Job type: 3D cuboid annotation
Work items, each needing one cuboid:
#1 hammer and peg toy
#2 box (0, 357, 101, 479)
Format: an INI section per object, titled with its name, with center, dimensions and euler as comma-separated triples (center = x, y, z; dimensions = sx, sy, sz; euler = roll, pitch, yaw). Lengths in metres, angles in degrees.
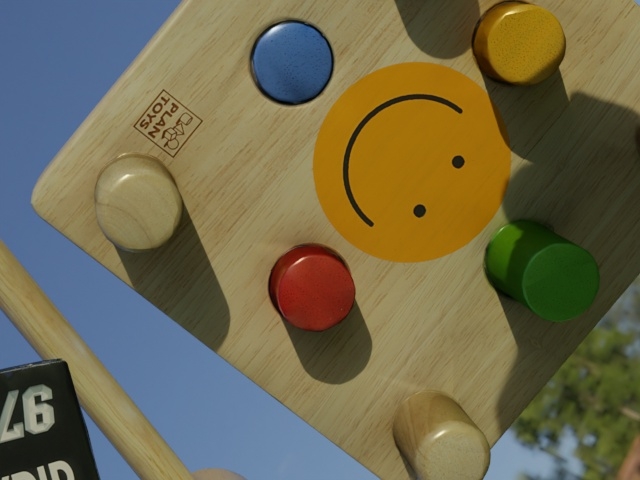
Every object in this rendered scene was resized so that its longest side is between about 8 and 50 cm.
[hammer and peg toy]
center = 0.000, 0.000, 0.665
dimensions = 0.361, 0.266, 0.127
euler = -49, 15, 3
[box]
center = -0.194, 0.088, 0.377
dimensions = 0.220, 0.175, 0.051
euler = -7, -101, -59
